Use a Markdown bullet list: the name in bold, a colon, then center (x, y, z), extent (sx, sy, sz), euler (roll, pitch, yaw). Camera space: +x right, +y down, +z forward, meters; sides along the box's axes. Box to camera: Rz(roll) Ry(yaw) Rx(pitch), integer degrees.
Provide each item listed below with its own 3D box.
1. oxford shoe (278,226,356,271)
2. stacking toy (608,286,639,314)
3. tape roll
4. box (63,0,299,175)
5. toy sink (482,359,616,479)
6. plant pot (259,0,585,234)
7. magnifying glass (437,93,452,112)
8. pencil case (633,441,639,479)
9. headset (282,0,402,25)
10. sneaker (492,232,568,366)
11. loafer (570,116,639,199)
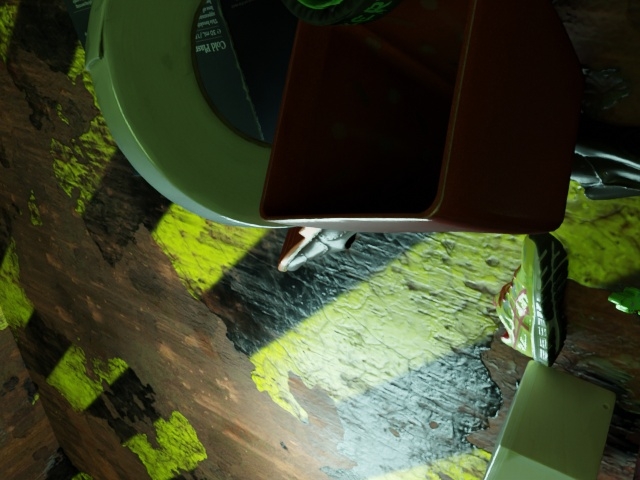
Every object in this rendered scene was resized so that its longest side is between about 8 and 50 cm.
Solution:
- **oxford shoe**: center (0.000, 0.000, 1.103), extent (0.098, 0.096, 0.271), euler (21, 155, -10)
- **stacking toy**: center (0.419, 0.099, 0.658), extent (0.167, 0.221, 0.052), euler (-149, 69, -64)
- **tape roll**: center (-0.066, -0.206, 0.785), extent (0.072, 0.392, 0.392), euler (3, 121, 59)
- **box**: center (-0.173, -0.270, 1.005), extent (0.343, 0.179, 0.312), euler (6, 120, 42)
- **toy sink**: center (0.314, 0.314, 0.963), extent (0.131, 0.152, 0.234), euler (21, 138, 18)
- **plant pot**: center (0.125, -0.124, 0.717), extent (0.267, 0.236, 0.267), euler (2, 79, 53)
- **magnifying glass**: center (0.090, -0.137, 0.947), extent (0.092, 0.026, 0.231), euler (28, 144, -31)
- **pencil case**: center (0.476, 0.318, 0.832), extent (0.167, 0.160, 0.386), euler (-4, 119, 9)
- **headset**: center (-0.009, -0.392, 0.587), extent (0.243, 0.185, 0.394), euler (15, 111, 56)
- **sneaker**: center (0.272, 0.076, 0.909), extent (0.094, 0.081, 0.208), euler (17, 129, 38)
- **loafer**: center (0.330, -0.082, 0.750), extent (0.220, 0.080, 0.078), euler (27, 139, 40)
